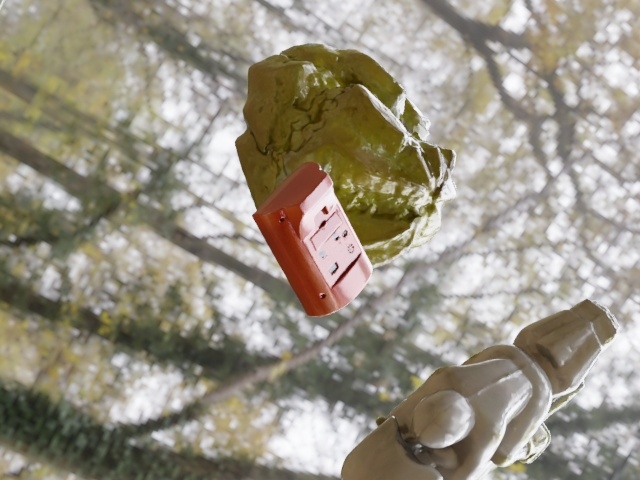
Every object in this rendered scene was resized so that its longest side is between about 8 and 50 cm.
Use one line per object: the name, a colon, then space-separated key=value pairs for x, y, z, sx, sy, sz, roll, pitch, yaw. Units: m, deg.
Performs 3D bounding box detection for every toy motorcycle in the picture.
toy motorcycle: x=0.130 y=0.171 z=1.263 sx=0.341 sy=0.108 sz=0.223 roll=-33 pitch=158 yaw=-16

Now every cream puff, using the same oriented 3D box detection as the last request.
cream puff: x=0.060 y=-0.120 z=2.055 sx=0.275 sy=0.378 sz=0.378 roll=-13 pitch=-131 yaw=30

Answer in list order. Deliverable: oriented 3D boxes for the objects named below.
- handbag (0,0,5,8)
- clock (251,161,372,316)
handbag: x=-0.386 y=-0.181 z=1.105 sx=0.256 sy=0.219 sz=0.079 roll=-63 pitch=-165 yaw=-5
clock: x=0.000 y=0.000 z=1.630 sx=0.061 sy=0.155 sz=0.113 roll=-5 pitch=-148 yaw=41
